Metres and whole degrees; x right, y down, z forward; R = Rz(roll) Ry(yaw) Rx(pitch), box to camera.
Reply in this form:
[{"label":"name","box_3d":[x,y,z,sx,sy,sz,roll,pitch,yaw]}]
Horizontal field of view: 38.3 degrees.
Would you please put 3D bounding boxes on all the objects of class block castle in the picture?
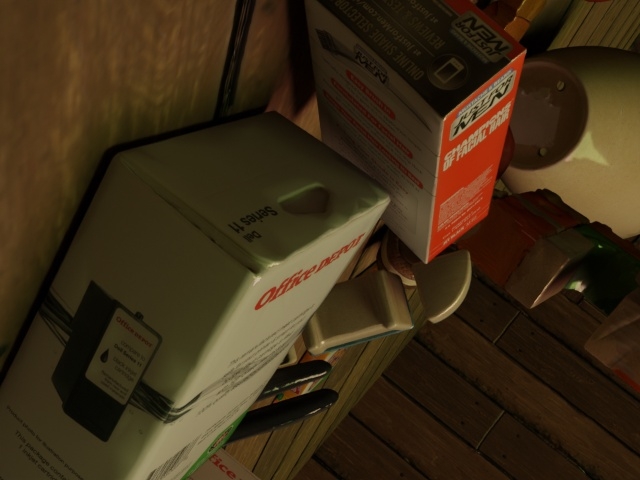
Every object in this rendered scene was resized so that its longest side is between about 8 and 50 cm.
[{"label":"block castle","box_3d":[0.312,-0.055,0.770,0.303,0.453,0.213,-57,160,20]}]

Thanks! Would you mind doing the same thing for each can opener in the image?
[{"label":"can opener","box_3d":[-0.075,0.131,0.687,0.186,0.059,0.073,-21,-156,-9]}]

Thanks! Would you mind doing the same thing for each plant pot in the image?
[{"label":"plant pot","box_3d":[0.305,-0.130,1.118,0.274,0.256,0.256,3,126,-57]}]

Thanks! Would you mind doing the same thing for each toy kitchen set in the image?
[{"label":"toy kitchen set","box_3d":[0.000,0.000,0.695,0.207,0.166,0.122,-16,171,7]}]

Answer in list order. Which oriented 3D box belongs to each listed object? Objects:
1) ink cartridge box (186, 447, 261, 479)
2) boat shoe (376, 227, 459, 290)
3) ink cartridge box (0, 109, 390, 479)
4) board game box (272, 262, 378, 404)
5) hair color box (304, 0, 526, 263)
[{"label":"ink cartridge box","box_3d":[-0.127,0.261,0.777,0.086,0.148,0.203,-57,167,21]},{"label":"boat shoe","box_3d":[0.127,0.016,1.173,0.095,0.095,0.257,-52,171,31]},{"label":"ink cartridge box","box_3d":[-0.072,0.045,0.476,0.208,0.087,0.153,-56,168,26]},{"label":"board game box","box_3d":[0.021,0.134,1.275,0.259,0.039,0.124,-55,168,31]},{"label":"hair color box","box_3d":[0.045,-0.063,0.469,0.053,0.093,0.167,-39,161,-11]}]
